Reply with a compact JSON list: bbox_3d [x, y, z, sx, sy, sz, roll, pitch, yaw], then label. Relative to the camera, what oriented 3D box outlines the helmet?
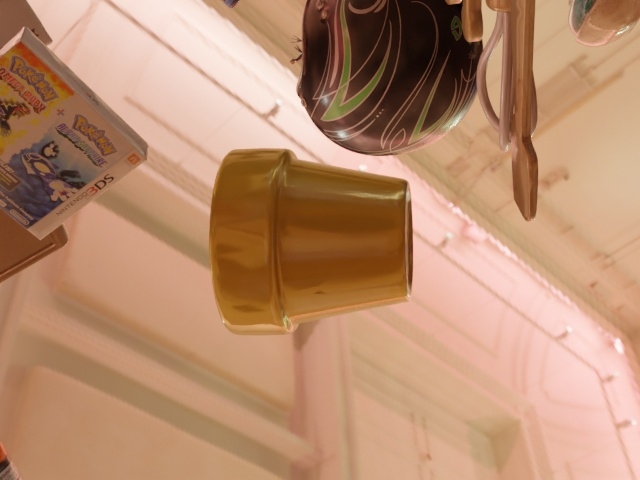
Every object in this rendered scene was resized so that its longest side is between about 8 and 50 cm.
[{"bbox_3d":[0.062,-0.156,0.782,0.169,0.170,0.161,-10,-73,-59],"label":"helmet"}]

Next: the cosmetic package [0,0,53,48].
[{"bbox_3d":[-0.658,-0.404,1.643,0.156,0.217,0.385,62,167,-25],"label":"cosmetic package"}]

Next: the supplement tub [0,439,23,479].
[{"bbox_3d":[-0.290,0.228,0.708,0.197,0.106,0.106,63,-153,-6],"label":"supplement tub"}]

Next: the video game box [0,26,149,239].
[{"bbox_3d":[-0.344,-0.120,1.039,0.205,0.187,0.048,45,-164,-32],"label":"video game box"}]

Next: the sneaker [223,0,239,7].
[{"bbox_3d":[-0.150,-0.421,1.334,0.059,0.053,0.144,11,-123,-37],"label":"sneaker"}]

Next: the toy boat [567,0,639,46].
[{"bbox_3d":[0.471,-0.447,1.311,0.148,0.318,0.267,35,-168,9],"label":"toy boat"}]

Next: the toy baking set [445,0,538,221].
[{"bbox_3d":[0.097,-0.150,0.453,0.196,0.030,0.256,80,180,-65],"label":"toy baking set"}]

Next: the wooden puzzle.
[{"bbox_3d":[-0.576,-0.027,1.502,0.239,0.044,0.220,-37,-46,-27],"label":"wooden puzzle"}]

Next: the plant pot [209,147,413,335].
[{"bbox_3d":[0.000,0.000,1.155,0.254,0.239,0.253,-1,-90,-80],"label":"plant pot"}]

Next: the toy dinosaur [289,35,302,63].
[{"bbox_3d":[-0.023,-0.368,1.687,0.090,0.082,0.047,30,-136,0],"label":"toy dinosaur"}]
